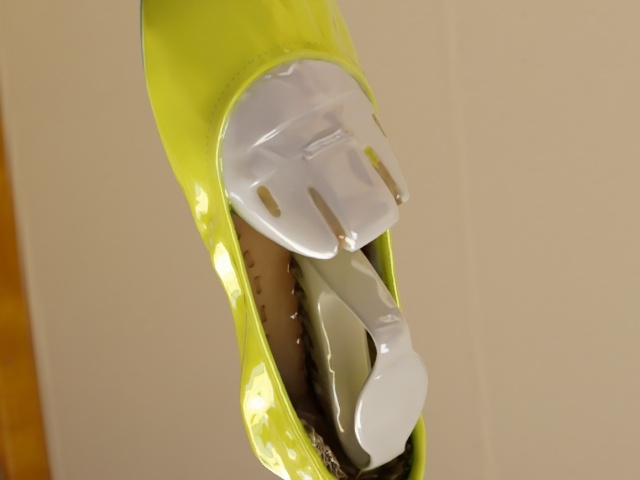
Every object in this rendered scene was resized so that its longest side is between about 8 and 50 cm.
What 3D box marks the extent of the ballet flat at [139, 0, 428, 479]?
[{"bbox_3d":[0.000,0.000,0.643,0.077,0.077,0.231,38,-33,48],"label":"ballet flat"}]
